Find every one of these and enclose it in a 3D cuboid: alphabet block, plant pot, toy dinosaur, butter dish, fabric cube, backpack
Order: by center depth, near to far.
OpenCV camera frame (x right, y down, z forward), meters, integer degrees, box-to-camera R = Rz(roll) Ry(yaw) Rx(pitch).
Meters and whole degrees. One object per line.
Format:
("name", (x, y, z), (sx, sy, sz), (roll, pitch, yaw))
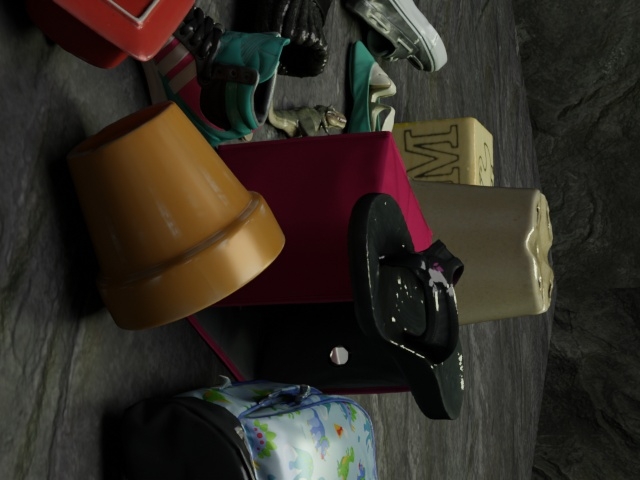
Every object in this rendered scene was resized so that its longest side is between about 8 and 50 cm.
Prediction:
("butter dish", (-0.233, -0.237, 1.219), (0.160, 0.118, 0.160), (37, 41, -12))
("plant pot", (-0.169, -0.038, 1.270), (0.188, 0.205, 0.205), (64, 26, -16))
("backpack", (-0.073, 0.298, 1.442), (0.355, 0.273, 0.290), (12, 69, -83))
("fabric cube", (-0.005, 0.038, 1.611), (0.259, 0.254, 0.258), (60, 31, -51))
("toy dinosaur", (-0.029, -0.161, 1.865), (0.268, 0.064, 0.118), (-5, 87, -68))
("plant pot", (0.253, 0.025, 2.153), (0.334, 0.305, 0.334), (-3, 90, -70))
("alphabet block", (0.241, -0.130, 2.425), (0.192, 0.193, 0.197), (18, 70, -71))

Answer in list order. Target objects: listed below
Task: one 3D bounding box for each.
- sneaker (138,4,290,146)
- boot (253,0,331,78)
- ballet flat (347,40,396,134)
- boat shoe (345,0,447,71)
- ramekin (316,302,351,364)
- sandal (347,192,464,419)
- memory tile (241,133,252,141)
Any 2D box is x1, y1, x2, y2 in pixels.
("sneaker", (-0.130, -0.236, 1.398), (0.124, 0.178, 0.296), (-71, 151, -46))
("boot", (-0.009, -0.369, 1.830), (0.348, 0.131, 0.260), (12, 71, -62))
("ballet flat", (0.096, -0.250, 2.183), (0.083, 0.087, 0.247), (41, 49, -64))
("boat shoe", (0.134, -0.405, 2.298), (0.119, 0.121, 0.335), (-49, 143, 0))
("ramekin", (0.004, 0.129, 1.838), (0.207, 0.109, 0.207), (-3, 90, -70))
("sandal", (0.135, 0.079, 1.457), (0.446, 0.107, 0.168), (56, 36, -54))
("memory tile", (-0.122, -0.214, 1.670), (0.148, 0.012, 0.113), (50, 42, -59))
